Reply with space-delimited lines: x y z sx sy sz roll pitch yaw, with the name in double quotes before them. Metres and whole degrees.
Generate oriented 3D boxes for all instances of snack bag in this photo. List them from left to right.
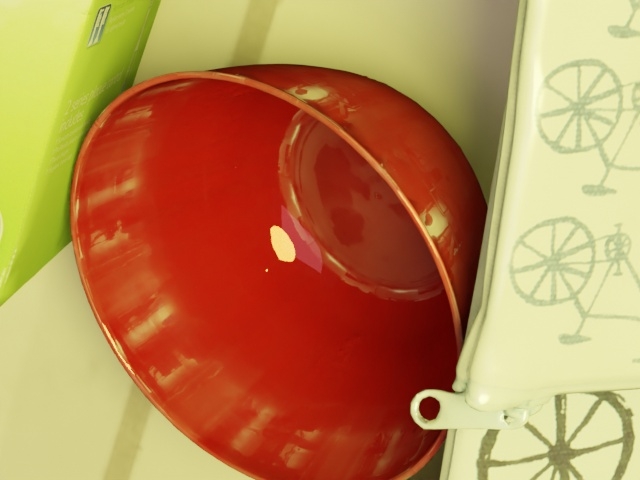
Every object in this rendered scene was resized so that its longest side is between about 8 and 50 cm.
"snack bag" 0.189 0.047 0.577 0.323 0.037 0.343 1 110 -22

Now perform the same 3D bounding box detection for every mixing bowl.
"mixing bowl" 0.000 0.000 0.622 0.181 0.098 0.181 19 127 28

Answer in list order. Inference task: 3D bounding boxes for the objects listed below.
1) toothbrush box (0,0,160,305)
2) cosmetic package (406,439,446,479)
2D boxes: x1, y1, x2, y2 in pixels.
"toothbrush box" -0.162 -0.145 0.606 0.206 0.122 0.283 23 108 2
"cosmetic package" 0.087 0.215 0.691 0.127 0.107 0.238 -34 102 17
